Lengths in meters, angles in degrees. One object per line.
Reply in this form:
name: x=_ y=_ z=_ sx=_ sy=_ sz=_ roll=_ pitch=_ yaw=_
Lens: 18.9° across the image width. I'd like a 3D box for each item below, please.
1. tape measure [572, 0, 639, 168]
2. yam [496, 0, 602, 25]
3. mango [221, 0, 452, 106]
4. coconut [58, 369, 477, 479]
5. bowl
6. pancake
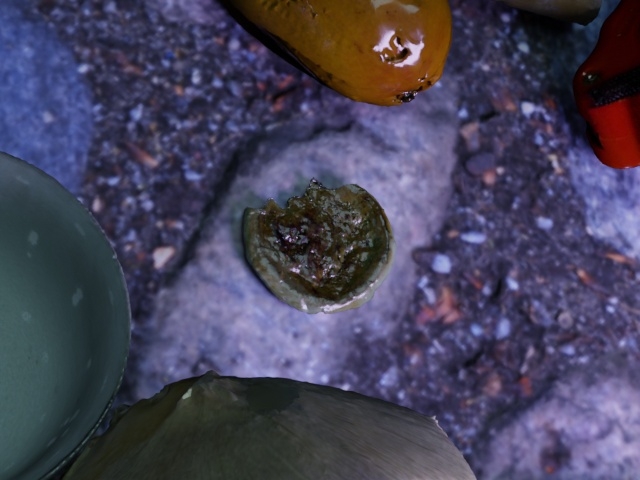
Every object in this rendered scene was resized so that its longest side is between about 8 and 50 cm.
tape measure: x=0.362 y=-0.166 z=1.690 sx=0.260 sy=0.114 sz=0.253 roll=10 pitch=55 yaw=34
yam: x=0.169 y=-0.267 z=1.728 sx=0.194 sy=0.107 sz=0.107 roll=17 pitch=62 yaw=-13
mango: x=0.008 y=-0.221 z=1.638 sx=0.249 sy=0.151 sz=0.156 roll=40 pitch=29 yaw=7
coconut: x=-0.028 y=0.250 z=1.291 sx=0.346 sy=0.346 sz=0.360 roll=-16 pitch=109 yaw=-26
bowl: x=-0.294 y=0.091 z=1.359 sx=0.313 sy=0.146 sz=0.313 roll=4 pitch=57 yaw=-6
pancake: x=0.002 y=0.006 z=1.592 sx=0.129 sy=0.022 sz=0.116 roll=-24 pitch=77 yaw=-23
